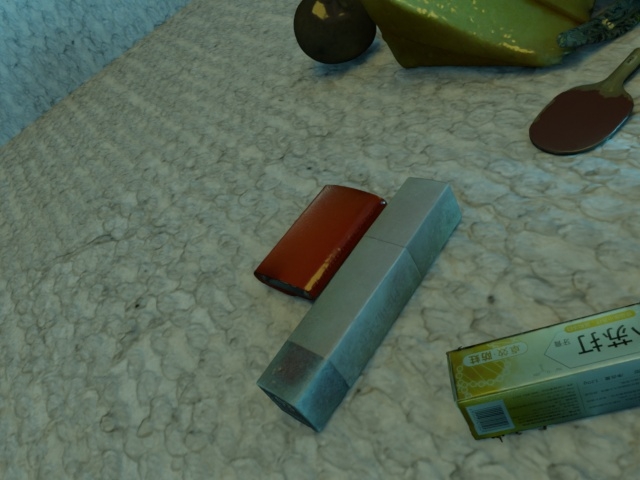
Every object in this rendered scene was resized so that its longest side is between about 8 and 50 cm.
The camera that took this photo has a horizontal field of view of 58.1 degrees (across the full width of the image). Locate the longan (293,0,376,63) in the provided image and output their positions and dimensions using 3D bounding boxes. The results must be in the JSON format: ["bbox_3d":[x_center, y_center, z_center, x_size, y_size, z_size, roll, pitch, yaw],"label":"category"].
[{"bbox_3d":[0.032,-0.480,1.298,0.187,0.167,0.168,8,54,23],"label":"longan"}]

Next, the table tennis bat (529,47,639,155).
[{"bbox_3d":[0.418,-0.213,0.878,0.234,0.022,0.131,-44,40,-11],"label":"table tennis bat"}]

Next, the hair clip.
[{"bbox_3d":[0.484,-0.370,0.967,0.229,0.036,0.066,-30,65,-12],"label":"hair clip"}]

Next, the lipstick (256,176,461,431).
[{"bbox_3d":[0.064,0.071,0.778,0.079,0.076,0.372,15,59,43],"label":"lipstick"}]

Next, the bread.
[{"bbox_3d":[0.290,-0.458,1.040,0.361,0.245,0.233,20,74,41],"label":"bread"}]

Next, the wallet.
[{"bbox_3d":[0.000,0.000,0.917,0.142,0.045,0.204,15,58,45],"label":"wallet"}]

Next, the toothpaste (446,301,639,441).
[{"bbox_3d":[0.289,0.121,0.571,0.312,0.089,0.071,-19,36,17],"label":"toothpaste"}]
